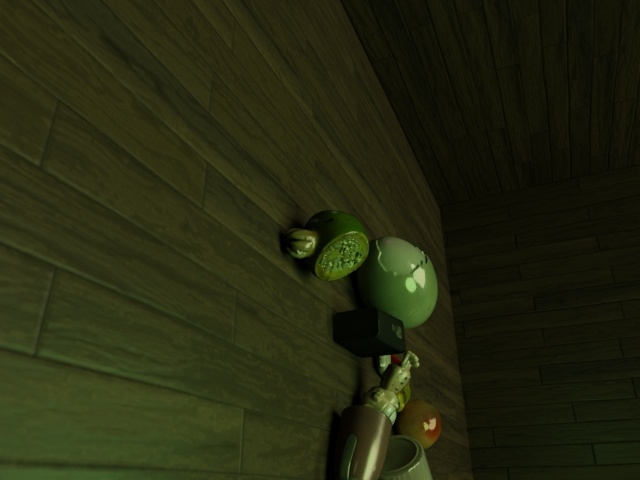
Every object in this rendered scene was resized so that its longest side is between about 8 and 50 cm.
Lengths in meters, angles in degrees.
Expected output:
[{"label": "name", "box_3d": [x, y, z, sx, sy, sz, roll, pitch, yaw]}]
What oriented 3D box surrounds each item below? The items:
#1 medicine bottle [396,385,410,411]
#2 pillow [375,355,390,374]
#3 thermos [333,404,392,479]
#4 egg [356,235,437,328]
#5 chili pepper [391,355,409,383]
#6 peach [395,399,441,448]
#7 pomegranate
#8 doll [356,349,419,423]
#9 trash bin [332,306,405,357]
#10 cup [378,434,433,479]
[{"label": "medicine bottle", "box_3d": [0.257, 0.578, 1.895, 0.111, 0.076, 0.309, 62, 22, 6]}, {"label": "pillow", "box_3d": [0.236, 0.393, 1.970, 0.128, 0.051, 0.229, 68, 22, -56]}, {"label": "thermos", "box_3d": [0.095, 0.583, 1.393, 0.265, 0.146, 0.176, -68, 148, -46]}, {"label": "egg", "box_3d": [0.265, 0.137, 1.857, 0.278, 0.279, 0.335, -69, 144, -54]}, {"label": "chili pepper", "box_3d": [0.285, 0.480, 1.990, 0.050, 0.059, 0.191, 31, 12, -33]}, {"label": "peach", "box_3d": [0.367, 0.699, 1.982, 0.184, 0.184, 0.184, -11, 90, -69]}, {"label": "pomegranate", "box_3d": [0.003, 0.009, 1.462, 0.159, 0.241, 0.189, 52, -24, 38]}, {"label": "doll", "box_3d": [0.217, 0.473, 1.660, 0.278, 0.119, 0.154, -54, 151, -11]}, {"label": "trash bin", "box_3d": [0.153, 0.288, 1.663, 0.225, 0.166, 0.114, 40, 44, -55]}, {"label": "cup", "box_3d": [0.222, 0.770, 1.564, 0.288, 0.208, 0.272, -25, 104, -40]}]
